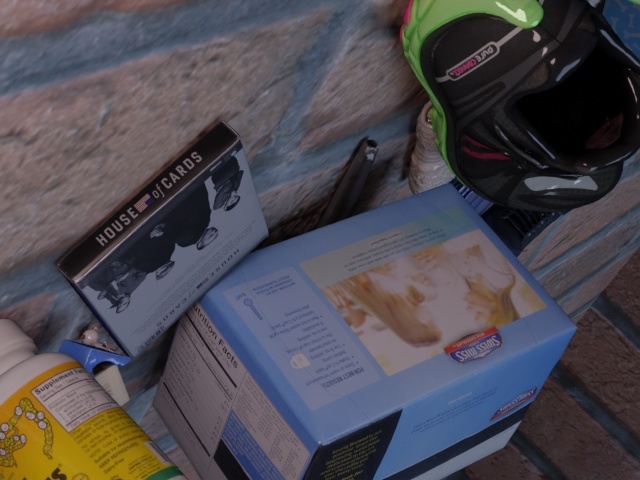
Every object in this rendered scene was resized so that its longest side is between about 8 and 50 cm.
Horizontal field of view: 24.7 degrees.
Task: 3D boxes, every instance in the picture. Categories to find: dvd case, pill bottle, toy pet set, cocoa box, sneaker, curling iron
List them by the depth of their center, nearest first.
[{"bbox_3d":[-0.205,0.162,1.131,0.117,0.208,0.117,-41,164,-15],"label":"pill bottle"},{"bbox_3d":[-0.224,0.113,1.246,0.122,0.114,0.065,-35,120,-33],"label":"toy pet set"},{"bbox_3d":[-0.127,0.007,1.268,0.179,0.029,0.238,-42,164,-10],"label":"dvd case"},{"bbox_3d":[0.220,-0.114,1.416,0.185,0.202,0.483,-49,154,2],"label":"sneaker"},{"bbox_3d":[0.042,0.130,1.511,0.347,0.231,0.228,-20,148,-33],"label":"cocoa box"},{"bbox_3d":[0.000,0.000,1.553,0.068,0.035,0.274,-25,155,-50],"label":"curling iron"},{"bbox_3d":[0.302,-0.052,2.044,0.163,0.086,0.226,-41,178,23],"label":"sneaker"}]

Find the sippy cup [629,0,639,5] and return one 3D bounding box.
[{"bbox_3d":[0.281,-0.321,1.169,0.240,0.305,0.224,7,119,-35],"label":"sippy cup"}]

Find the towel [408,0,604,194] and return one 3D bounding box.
[{"bbox_3d":[0.210,-0.170,1.636,0.282,0.049,0.187,-40,162,-16],"label":"towel"}]

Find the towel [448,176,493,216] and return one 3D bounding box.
[{"bbox_3d":[0.269,-0.135,1.894,0.285,0.034,0.209,-47,166,11],"label":"towel"}]

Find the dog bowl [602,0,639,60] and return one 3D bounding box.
[{"bbox_3d":[0.368,-0.239,1.691,0.297,0.074,0.166,84,28,-60],"label":"dog bowl"}]
